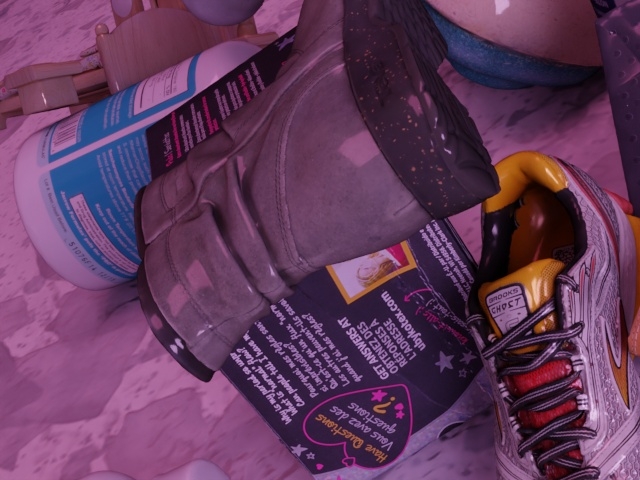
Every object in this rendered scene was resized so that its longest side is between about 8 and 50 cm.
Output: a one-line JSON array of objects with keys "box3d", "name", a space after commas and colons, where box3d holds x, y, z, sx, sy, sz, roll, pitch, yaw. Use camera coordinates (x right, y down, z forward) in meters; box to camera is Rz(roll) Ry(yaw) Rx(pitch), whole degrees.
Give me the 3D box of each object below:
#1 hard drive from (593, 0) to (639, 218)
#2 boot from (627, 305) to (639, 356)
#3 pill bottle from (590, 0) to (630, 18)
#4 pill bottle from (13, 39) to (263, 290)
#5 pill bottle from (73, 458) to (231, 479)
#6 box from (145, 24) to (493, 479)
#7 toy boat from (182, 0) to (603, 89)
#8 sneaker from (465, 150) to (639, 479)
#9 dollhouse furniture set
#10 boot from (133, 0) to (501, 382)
[{"box3d": [0.269, -0.071, 0.512, 0.255, 0.054, 0.171, -16, 74, 32], "name": "hard drive"}, {"box3d": [0.194, 0.052, 0.416, 0.152, 0.072, 0.197, 11, 31, 21], "name": "boot"}, {"box3d": [0.217, -0.192, 0.628, 0.153, 0.264, 0.153, -23, 30, 14], "name": "pill bottle"}, {"box3d": [-0.101, -0.066, 0.879, 0.264, 0.146, 0.146, -21, 30, 20], "name": "pill bottle"}, {"box3d": [-0.133, 0.189, 0.529, 0.215, 0.117, 0.117, -28, 28, 8], "name": "pill bottle"}, {"box3d": [0.000, 0.000, 0.648, 0.142, 0.163, 0.247, -32, 29, 6], "name": "box"}, {"box3d": [0.057, -0.206, 0.824, 0.148, 0.318, 0.267, -65, 29, 32], "name": "toy boat"}, {"box3d": [0.100, 0.059, 0.489, 0.088, 0.093, 0.225, -24, 48, 33], "name": "sneaker"}, {"box3d": [-0.235, -0.211, 1.068, 0.303, 0.173, 0.356, -8, 8, 41], "name": "dollhouse furniture set"}, {"box3d": [-0.022, -0.058, 0.508, 0.161, 0.083, 0.246, -31, 33, 17], "name": "boot"}]
